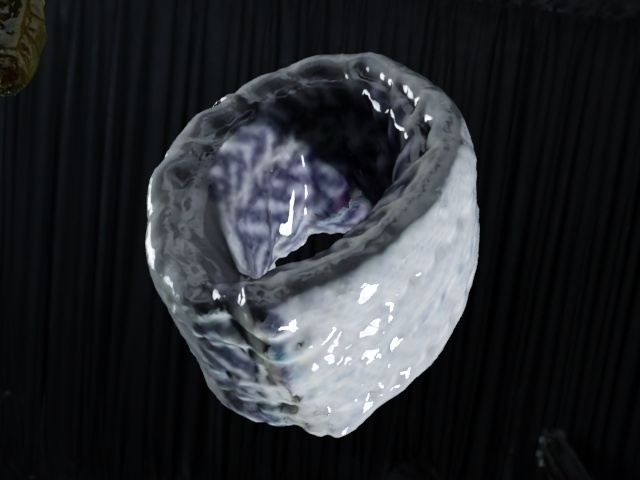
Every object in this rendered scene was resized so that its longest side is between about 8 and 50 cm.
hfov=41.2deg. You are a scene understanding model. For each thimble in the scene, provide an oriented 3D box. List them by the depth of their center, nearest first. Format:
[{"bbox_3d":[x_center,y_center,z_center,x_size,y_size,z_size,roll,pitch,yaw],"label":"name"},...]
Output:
[{"bbox_3d":[0.000,0.000,0.598,0.217,0.157,0.246,7,-130,24],"label":"thimble"}]

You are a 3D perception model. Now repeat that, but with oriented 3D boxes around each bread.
[{"bbox_3d":[-0.216,-0.145,0.567,0.060,0.110,0.066,-14,152,28],"label":"bread"}]
